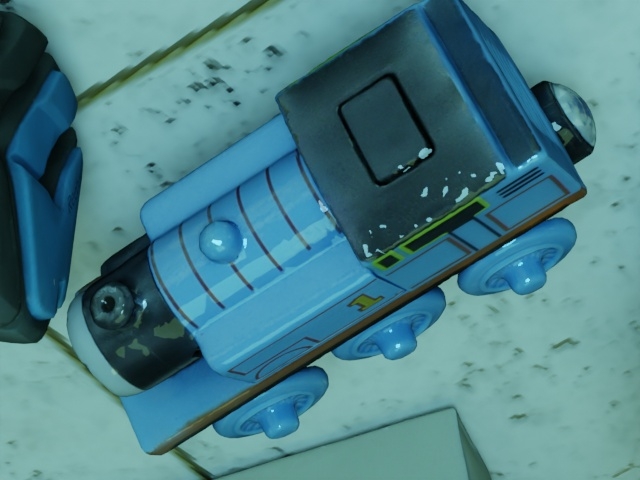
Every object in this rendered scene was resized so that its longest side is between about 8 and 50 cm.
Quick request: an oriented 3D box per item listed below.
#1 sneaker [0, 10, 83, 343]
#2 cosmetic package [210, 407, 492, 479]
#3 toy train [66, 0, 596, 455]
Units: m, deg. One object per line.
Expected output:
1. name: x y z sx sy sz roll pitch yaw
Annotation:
1. sneaker: -0.167 -0.052 0.383 0.140 0.125 0.341 -1 155 8
2. cosmetic package: -0.052 0.199 0.678 0.296 0.129 0.153 -19 133 12
3. toy train: 0.000 0.000 0.510 0.184 0.080 0.105 -31 158 14
